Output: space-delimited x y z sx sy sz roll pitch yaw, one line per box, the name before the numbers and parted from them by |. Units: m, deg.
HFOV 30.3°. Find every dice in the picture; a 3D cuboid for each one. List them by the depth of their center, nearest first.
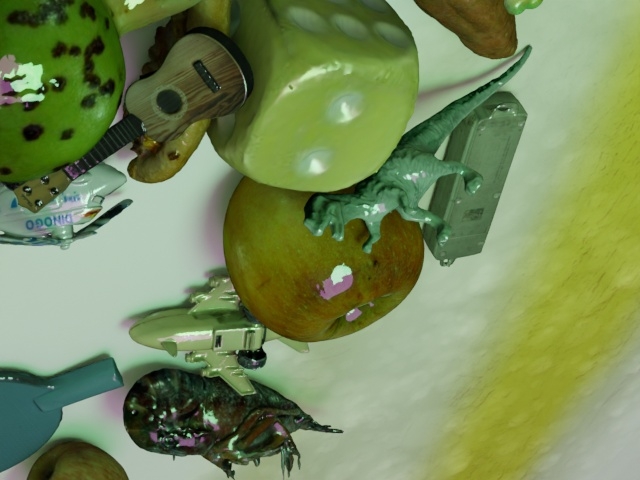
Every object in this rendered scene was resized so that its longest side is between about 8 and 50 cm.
dice | -0.016 -0.162 1.190 0.169 0.166 0.169 3 133 -32

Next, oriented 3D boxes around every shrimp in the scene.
shrimp | -0.128 0.259 1.645 0.172 0.137 0.372 -2 157 47

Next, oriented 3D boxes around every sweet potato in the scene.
sweet potato | 0.146 -0.262 1.228 0.097 0.097 0.251 -34 139 10

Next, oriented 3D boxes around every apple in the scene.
apple | 0.000 0.000 1.377 0.237 0.207 0.237 -23 160 -9
apple | -0.330 0.342 1.601 0.146 0.146 0.131 -33 118 8

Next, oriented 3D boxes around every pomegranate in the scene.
pomegranate | -0.255 -0.195 1.018 0.286 0.231 0.231 -56 141 -10

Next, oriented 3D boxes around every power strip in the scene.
power strip | 0.192 -0.079 1.491 0.078 0.052 0.272 -9 137 -20

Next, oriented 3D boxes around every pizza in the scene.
pizza | -0.150 -0.142 1.183 0.058 0.127 0.246 6 147 -30

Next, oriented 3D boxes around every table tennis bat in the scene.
table tennis bat | -0.411 0.226 1.508 0.329 0.044 0.215 -22 140 -1

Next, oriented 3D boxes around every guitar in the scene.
guitar | -0.184 -0.105 1.123 0.271 0.038 0.084 -31 106 20

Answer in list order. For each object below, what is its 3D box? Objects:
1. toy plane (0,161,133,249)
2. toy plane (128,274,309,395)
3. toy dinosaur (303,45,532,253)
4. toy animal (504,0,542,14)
toy plane | -0.341 -0.032 1.242 0.273 0.107 0.182 -9 -175 7
toy plane | -0.119 0.111 1.503 0.244 0.092 0.229 -7 122 -26
toy dinosaur | 0.139 -0.075 1.314 0.383 0.129 0.076 -35 180 -34
toy animal | 0.156 -0.337 1.041 0.310 0.247 0.183 -39 -179 15
